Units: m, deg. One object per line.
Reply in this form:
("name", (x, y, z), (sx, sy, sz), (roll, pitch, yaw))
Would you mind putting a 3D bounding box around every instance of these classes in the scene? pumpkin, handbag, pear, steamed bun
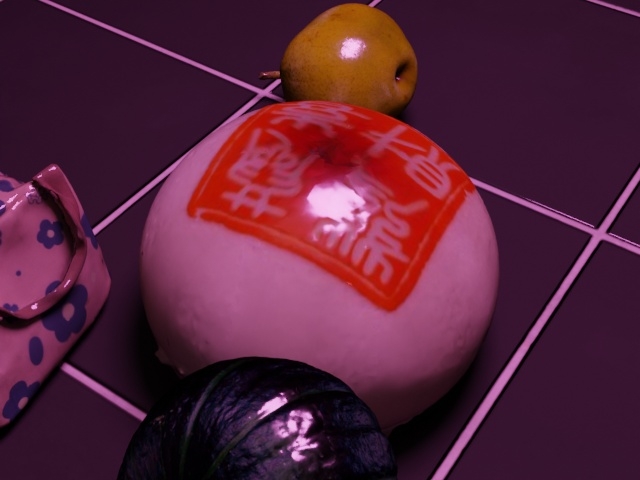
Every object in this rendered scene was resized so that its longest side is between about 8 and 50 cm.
("pumpkin", (-0.030, 0.213, 0.724), (0.248, 0.248, 0.248), (0, 45, 0))
("handbag", (-0.342, 0.038, 0.898), (0.190, 0.193, 0.251), (13, 46, 18))
("pear", (0.017, -0.221, 1.196), (0.216, 0.166, 0.180), (5, 54, 37))
("steamed bun", (0.000, 0.000, 0.910), (0.374, 0.241, 0.374), (1, 42, -1))
